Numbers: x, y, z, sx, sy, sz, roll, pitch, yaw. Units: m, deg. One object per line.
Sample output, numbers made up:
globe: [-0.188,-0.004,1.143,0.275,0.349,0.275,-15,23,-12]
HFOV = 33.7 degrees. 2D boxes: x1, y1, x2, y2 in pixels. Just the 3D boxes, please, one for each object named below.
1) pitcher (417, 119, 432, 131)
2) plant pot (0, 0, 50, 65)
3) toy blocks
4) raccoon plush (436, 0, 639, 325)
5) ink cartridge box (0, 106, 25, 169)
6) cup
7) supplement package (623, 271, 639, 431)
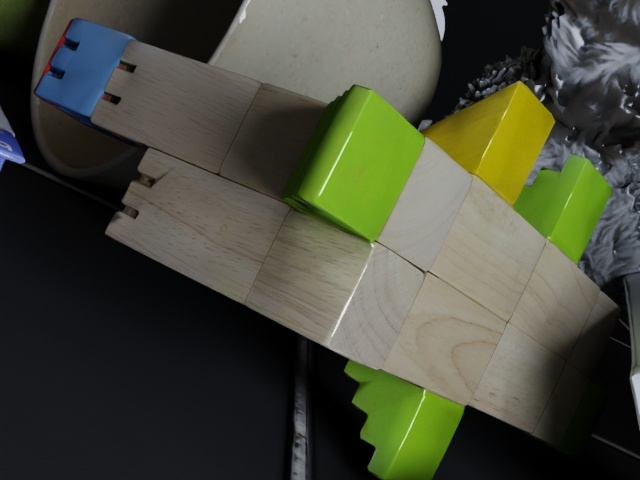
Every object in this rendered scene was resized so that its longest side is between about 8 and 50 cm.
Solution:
pitcher: [0.077,-0.114,1.271,0.207,0.177,0.125,27,21,3]
plant pot: [-0.317,-0.302,1.085,0.254,0.276,0.276,15,12,-4]
toy blocks: [0.000,0.000,0.614,0.261,0.190,0.381,24,-4,36]
raccoon plush: [0.218,-0.088,0.851,0.216,0.446,0.299,43,28,-2]
ink cartridge box: [-0.293,-0.102,0.633,0.186,0.065,0.311,21,10,-31]
cup: [-0.044,-0.164,0.843,0.237,0.331,0.331,24,10,-37]
supplement package: [0.284,0.092,0.584,0.204,0.145,0.262,-11,6,17]
